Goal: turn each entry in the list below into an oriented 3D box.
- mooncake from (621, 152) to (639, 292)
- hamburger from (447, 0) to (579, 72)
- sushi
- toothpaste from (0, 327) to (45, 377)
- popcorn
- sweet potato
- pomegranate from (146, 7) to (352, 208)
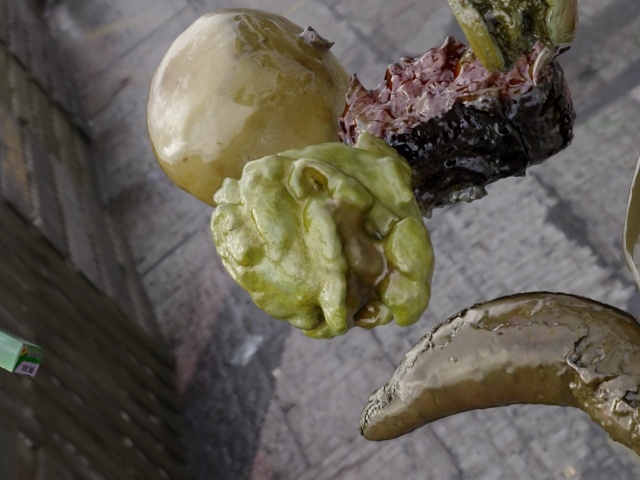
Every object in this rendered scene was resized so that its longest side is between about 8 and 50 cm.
[{"bbox_3d":[0.604,-0.014,1.747,0.378,0.200,0.378,-17,62,34],"label":"mooncake"},{"bbox_3d":[0.207,-0.267,1.379,0.131,0.159,0.185,-29,24,15],"label":"hamburger"},{"bbox_3d":[0.194,-0.166,1.757,0.343,0.182,0.196,-24,44,18],"label":"sushi"},{"bbox_3d":[-0.383,0.099,1.416,0.178,0.043,0.037,21,87,25],"label":"toothpaste"},{"bbox_3d":[0.000,0.000,1.497,0.250,0.235,0.242,-5,10,-1],"label":"popcorn"},{"bbox_3d":[0.172,0.097,0.954,0.310,0.098,0.124,1,51,33],"label":"sweet potato"},{"bbox_3d":[-0.102,-0.200,1.972,0.332,0.332,0.332,-30,26,16],"label":"pomegranate"}]
